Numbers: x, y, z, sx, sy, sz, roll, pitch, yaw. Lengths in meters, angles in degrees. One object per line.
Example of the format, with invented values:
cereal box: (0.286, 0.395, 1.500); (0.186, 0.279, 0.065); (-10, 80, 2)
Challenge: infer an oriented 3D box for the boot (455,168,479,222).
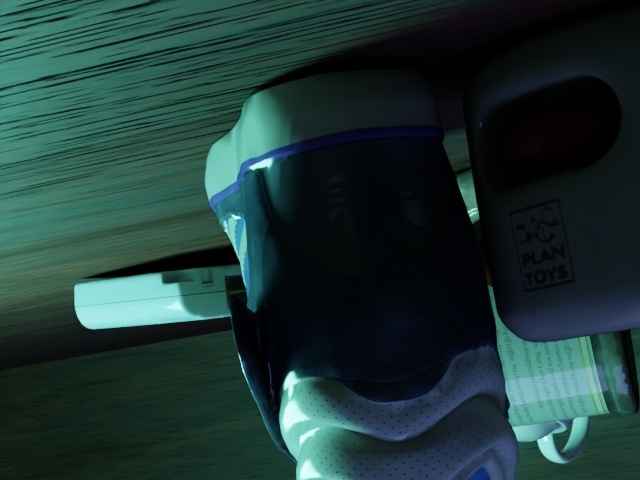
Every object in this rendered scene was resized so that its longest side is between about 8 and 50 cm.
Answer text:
boot: (0.135, -0.038, 1.064); (0.087, 0.042, 0.118); (-13, 175, 14)

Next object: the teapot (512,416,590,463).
teapot: (0.220, 0.159, 1.713); (0.256, 0.187, 0.252); (9, 166, -3)

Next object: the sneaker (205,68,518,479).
sneaker: (0.019, 0.055, 0.762); (0.130, 0.236, 0.323); (-9, 175, -4)

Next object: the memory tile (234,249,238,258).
memory tile: (0.000, 0.000, 1.406); (0.148, 0.012, 0.113); (-11, 175, 23)

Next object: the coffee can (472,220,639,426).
coffee can: (0.105, 0.061, 1.201); (0.275, 0.201, 0.201); (-10, 175, 13)

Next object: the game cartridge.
game cartridge: (-0.092, 0.051, 1.517); (0.297, 0.062, 0.198); (-4, 174, -44)

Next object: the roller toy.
roller toy: (0.165, -0.023, 0.671); (0.209, 0.146, 0.191); (-10, 175, 12)
